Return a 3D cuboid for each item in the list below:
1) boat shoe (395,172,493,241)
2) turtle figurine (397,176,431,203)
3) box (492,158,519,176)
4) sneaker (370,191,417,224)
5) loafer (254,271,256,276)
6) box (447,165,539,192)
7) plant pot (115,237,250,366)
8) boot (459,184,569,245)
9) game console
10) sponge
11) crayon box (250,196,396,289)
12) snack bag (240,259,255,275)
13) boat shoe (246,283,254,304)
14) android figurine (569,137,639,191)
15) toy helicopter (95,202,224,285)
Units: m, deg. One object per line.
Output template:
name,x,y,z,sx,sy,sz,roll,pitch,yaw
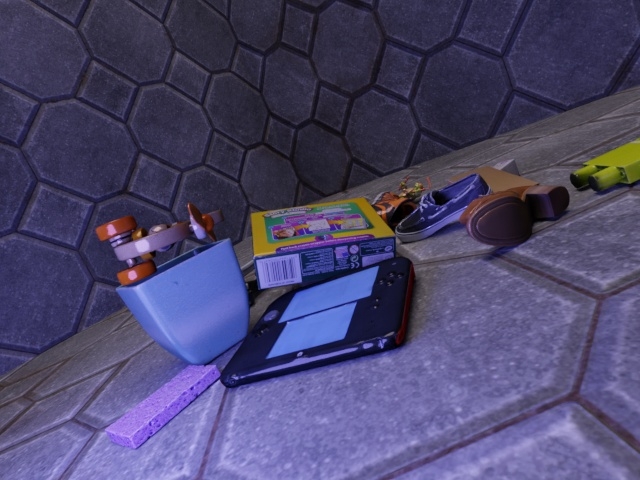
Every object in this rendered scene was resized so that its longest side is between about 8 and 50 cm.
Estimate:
boat shoe,0.330,-0.095,1.190,0.301,0.102,0.108,-26,33,35
turtle figurine,0.357,-0.189,1.787,0.217,0.087,0.269,-32,19,-1
box,0.548,-0.181,1.358,0.323,0.067,0.063,-33,14,-36
sneaker,0.279,-0.108,1.533,0.179,0.125,0.321,-4,18,31
loafer,-0.189,0.109,1.639,0.147,0.056,0.050,-22,5,-14
box,0.508,-0.169,1.238,0.164,0.021,0.201,-20,31,-19
plant pot,-0.320,0.168,1.058,0.247,0.253,0.247,-32,13,-34
boot,0.395,-0.064,0.975,0.283,0.109,0.220,-26,11,-21
game console,0.009,0.160,0.888,0.386,0.060,0.342,-21,10,23
sponge,-0.316,0.330,0.850,0.117,0.031,0.210,-15,13,43
crayon box,-0.009,-0.006,1.177,0.362,0.106,0.313,-8,24,-7
snack bag,-0.310,0.145,1.537,0.323,0.037,0.342,-38,1,31
boat shoe,-0.329,0.221,1.307,0.254,0.079,0.095,-27,8,-26
android figurine,0.744,-0.190,0.967,0.272,0.056,0.248,-24,10,7
toy helicopter,-0.331,-0.031,1.014,0.234,0.140,0.355,-19,9,21
